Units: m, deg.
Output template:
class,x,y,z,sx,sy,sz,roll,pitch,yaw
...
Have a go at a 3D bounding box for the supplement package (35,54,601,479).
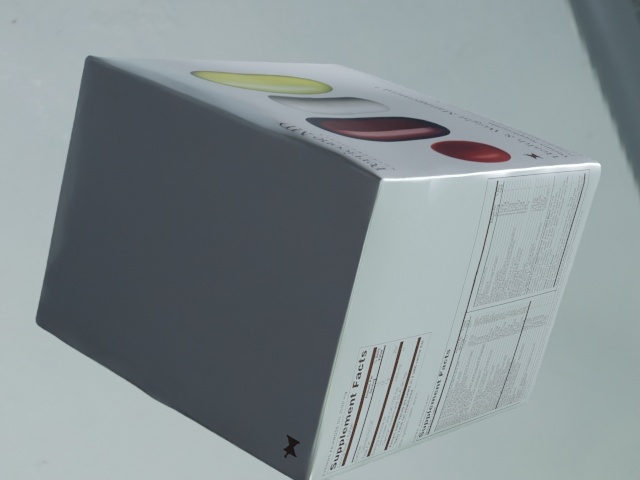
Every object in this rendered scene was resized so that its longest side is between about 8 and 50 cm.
class,x,y,z,sx,sy,sz,roll,pitch,yaw
supplement package,0.000,0.000,0.691,0.203,0.194,0.149,-8,117,-52
